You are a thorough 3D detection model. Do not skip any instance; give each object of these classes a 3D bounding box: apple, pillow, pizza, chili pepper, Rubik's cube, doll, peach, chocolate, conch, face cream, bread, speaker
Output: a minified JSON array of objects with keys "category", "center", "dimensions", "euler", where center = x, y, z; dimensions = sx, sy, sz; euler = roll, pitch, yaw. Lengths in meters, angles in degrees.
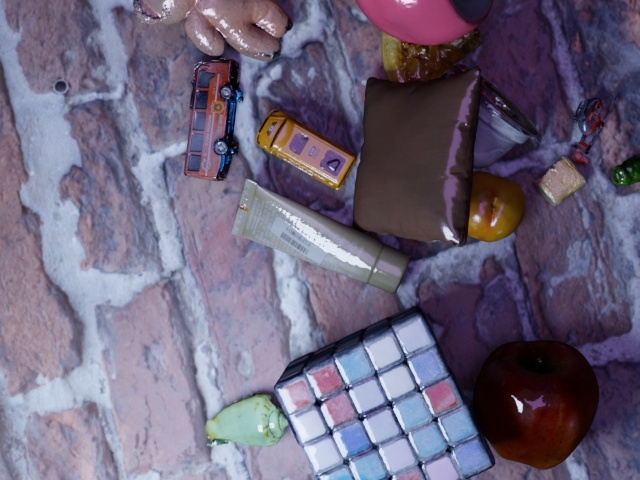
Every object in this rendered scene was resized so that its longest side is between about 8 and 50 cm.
[{"category":"apple","center":[0.385,0.292,1.678],"dimensions":[0.234,0.234,0.234],"euler":[0,89,3]},{"category":"pillow","center":[0.168,-0.152,1.669],"dimensions":[0.108,0.308,0.305],"euler":[5,92,-35]},{"category":"pizza","center":[0.215,-0.392,1.767],"dimensions":[0.197,0.058,0.292],"euler":[12,90,3]},{"category":"chili pepper","center":[0.643,-0.118,1.745],"dimensions":[0.182,0.050,0.073],"euler":[17,83,1]},{"category":"Rubik's cube","center":[0.112,0.305,1.650],"dimensions":[0.287,0.293,0.292],"euler":[-26,90,3]},{"category":"doll","center":[-0.208,-0.448,1.773],"dimensions":[0.303,0.156,0.201],"euler":[27,82,-25]},{"category":"peach","center":[0.312,-0.060,1.724],"dimensions":[0.138,0.138,0.138],"euler":[0,89,3]},{"category":"chocolate","center":[0.286,-0.214,1.714],"dimensions":[0.147,0.221,0.221],"euler":[-43,87,19]},{"category":"conch","center":[-0.143,0.345,1.775],"dimensions":[0.170,0.079,0.105],"euler":[-7,74,10]},{"category":"face cream","center":[0.000,0.000,1.760],"dimensions":[0.341,0.084,0.137],"euler":[22,129,3]},{"category":"bread","center":[0.456,-0.112,1.763],"dimensions":[0.083,0.035,0.070],"euler":[-44,87,8]},{"category":"speaker","center":[0.182,-0.480,1.608],"dimensions":[0.294,0.294,0.294],"euler":[0,89,3]}]

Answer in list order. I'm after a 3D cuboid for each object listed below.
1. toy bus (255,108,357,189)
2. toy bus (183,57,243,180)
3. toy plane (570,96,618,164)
[{"category":"toy bus","center":[-0.030,-0.177,1.763],"dimensions":[0.194,0.088,0.083],"euler":[30,92,3]},{"category":"toy bus","center":[-0.206,-0.233,1.785],"dimensions":[0.096,0.073,0.234],"euler":[5,90,10]},{"category":"toy plane","center":[0.510,-0.216,1.760],"dimensions":[0.060,0.037,0.145],"euler":[23,86,-7]}]
